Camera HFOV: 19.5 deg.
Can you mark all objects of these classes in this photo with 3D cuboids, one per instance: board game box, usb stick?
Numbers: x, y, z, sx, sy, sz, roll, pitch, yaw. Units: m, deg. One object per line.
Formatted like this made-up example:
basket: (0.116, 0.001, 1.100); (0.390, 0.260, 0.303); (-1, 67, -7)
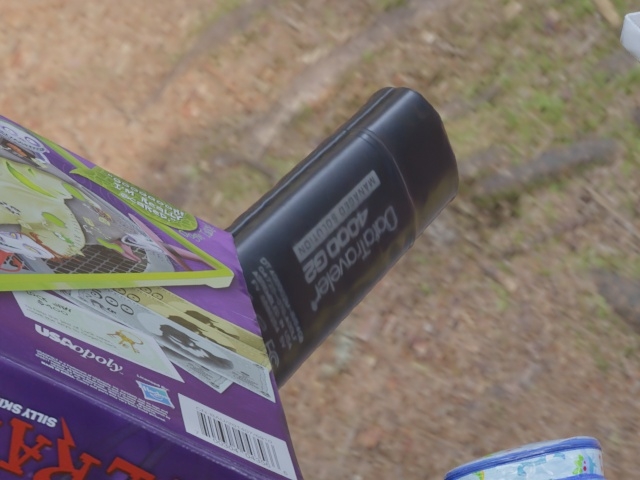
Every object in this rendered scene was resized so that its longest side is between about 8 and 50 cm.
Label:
board game box: (-0.172, -0.026, 0.552); (0.056, 0.347, 0.208); (-56, 19, 18)
usb stick: (0.000, 0.000, 0.919); (0.045, 0.278, 0.077); (-14, 107, 31)

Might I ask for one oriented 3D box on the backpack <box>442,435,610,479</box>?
backpack: (0.105, 0.142, 0.908); (0.105, 0.114, 0.084); (-12, 81, -4)

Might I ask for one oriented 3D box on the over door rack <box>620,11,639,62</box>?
over door rack: (0.360, -0.199, 1.113); (0.324, 0.239, 0.108); (-6, 42, -12)
